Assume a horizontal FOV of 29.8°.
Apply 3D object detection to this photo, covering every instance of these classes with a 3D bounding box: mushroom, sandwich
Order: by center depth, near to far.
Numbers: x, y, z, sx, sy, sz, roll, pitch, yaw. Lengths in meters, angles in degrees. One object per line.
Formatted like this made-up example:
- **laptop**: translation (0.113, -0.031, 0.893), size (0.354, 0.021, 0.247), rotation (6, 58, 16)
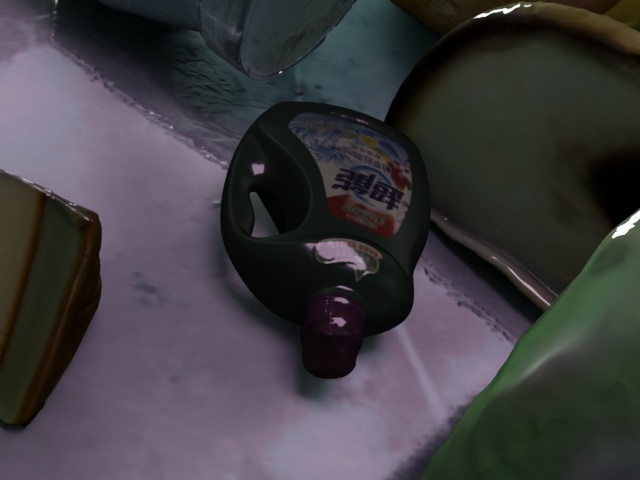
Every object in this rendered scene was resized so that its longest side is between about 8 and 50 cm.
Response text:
- **sandwich**: translation (-0.154, 0.002, 0.641), size (0.079, 0.163, 0.113), rotation (23, 37, -2)
- **mushroom**: translation (0.215, -0.054, 0.858), size (0.212, 0.217, 0.292), rotation (-9, 48, -40)

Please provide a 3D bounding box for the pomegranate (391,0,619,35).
- **pomegranate**: translation (0.156, -0.319, 1.077), size (0.319, 0.319, 0.319), rotation (15, 39, -12)

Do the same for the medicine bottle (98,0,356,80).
- **medicine bottle**: translation (-0.104, -0.284, 0.937), size (0.290, 0.245, 0.245), rotation (37, 40, 13)

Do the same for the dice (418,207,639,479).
- **dice**: translation (0.242, 0.139, 0.561), size (0.318, 0.330, 0.322), rotation (41, 40, 17)

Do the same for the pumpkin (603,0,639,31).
- **pumpkin**: translation (0.365, -0.341, 1.207), size (0.199, 0.332, 0.332), rotation (-22, 56, -26)

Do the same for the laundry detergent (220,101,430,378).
- **laundry detergent**: translation (0.000, 0.000, 0.798), size (0.144, 0.078, 0.221), rotation (18, 41, -6)
